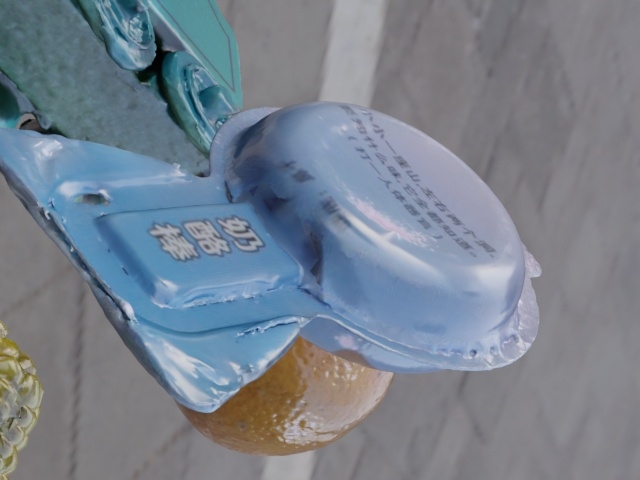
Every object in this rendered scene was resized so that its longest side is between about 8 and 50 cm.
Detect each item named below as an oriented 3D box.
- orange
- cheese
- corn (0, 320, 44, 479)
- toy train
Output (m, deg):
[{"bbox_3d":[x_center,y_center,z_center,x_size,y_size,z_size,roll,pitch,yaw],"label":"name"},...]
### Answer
[{"bbox_3d":[-0.025,0.071,1.433,0.224,0.170,0.224,-47,-159,24],"label":"orange"},{"bbox_3d":[0.000,0.000,0.616,0.244,0.135,0.052,-7,139,-53],"label":"cheese"},{"bbox_3d":[-0.209,0.155,0.745,0.101,0.101,0.292,73,37,-60],"label":"corn"},{"bbox_3d":[-0.113,-0.100,0.841,0.198,0.107,0.154,50,24,-43],"label":"toy train"}]
